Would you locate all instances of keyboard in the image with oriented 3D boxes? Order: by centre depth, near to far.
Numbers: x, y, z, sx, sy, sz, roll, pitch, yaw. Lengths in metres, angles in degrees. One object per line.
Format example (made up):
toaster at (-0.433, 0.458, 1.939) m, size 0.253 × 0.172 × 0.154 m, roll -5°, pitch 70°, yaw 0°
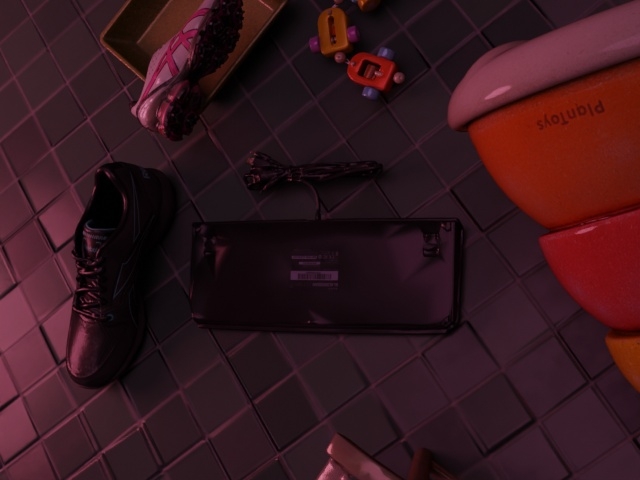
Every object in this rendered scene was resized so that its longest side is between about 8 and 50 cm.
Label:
keyboard at (0.000, 0.000, 1.140) m, size 0.317 × 0.033 × 0.201 m, roll 0°, pitch 84°, yaw 23°

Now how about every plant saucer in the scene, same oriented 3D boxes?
plant saucer at (-0.145, -0.259, 1.257) m, size 0.188 × 0.045 × 0.188 m, roll 42°, pitch 96°, yaw 26°

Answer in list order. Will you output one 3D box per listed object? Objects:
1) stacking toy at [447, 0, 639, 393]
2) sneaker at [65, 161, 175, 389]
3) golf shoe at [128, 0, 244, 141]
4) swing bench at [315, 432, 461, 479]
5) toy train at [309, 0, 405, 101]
stacking toy at (0.329, 0.035, 0.882) m, size 0.351 × 0.351 × 0.479 m, roll -16°, pitch 90°, yaw 20°
sneaker at (-0.252, 0.036, 1.200) m, size 0.101 × 0.106 × 0.267 m, roll 10°, pitch 83°, yaw 24°
golf shoe at (-0.156, -0.210, 1.186) m, size 0.086 × 0.067 × 0.186 m, roll 29°, pitch 90°, yaw 28°
swing bench at (0.051, 0.324, 0.912) m, size 0.165 × 0.255 × 0.253 m, roll 32°, pitch 92°, yaw 27°
toy train at (0.059, -0.238, 1.165) m, size 0.125 × 0.046 × 0.166 m, roll 18°, pitch 88°, yaw 25°
